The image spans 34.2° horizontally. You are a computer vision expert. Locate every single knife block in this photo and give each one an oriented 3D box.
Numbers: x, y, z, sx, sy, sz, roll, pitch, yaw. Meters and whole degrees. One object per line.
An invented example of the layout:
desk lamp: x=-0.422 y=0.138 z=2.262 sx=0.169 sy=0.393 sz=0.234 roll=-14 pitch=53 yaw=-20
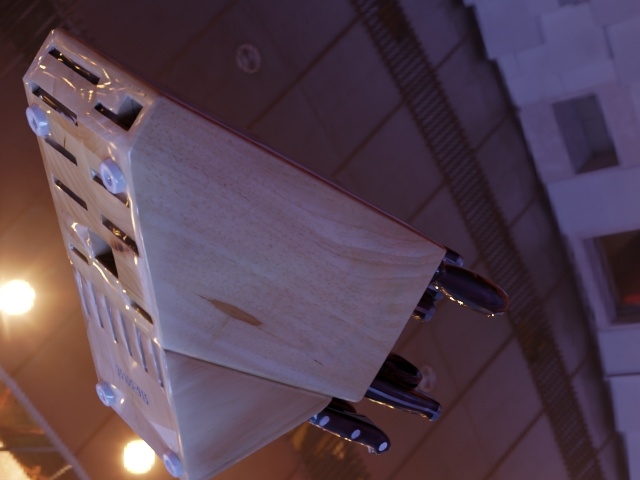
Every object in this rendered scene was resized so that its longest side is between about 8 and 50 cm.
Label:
knife block: x=0.000 y=0.000 z=0.529 sx=0.242 sy=0.088 sz=0.275 roll=-29 pitch=-48 yaw=-29
